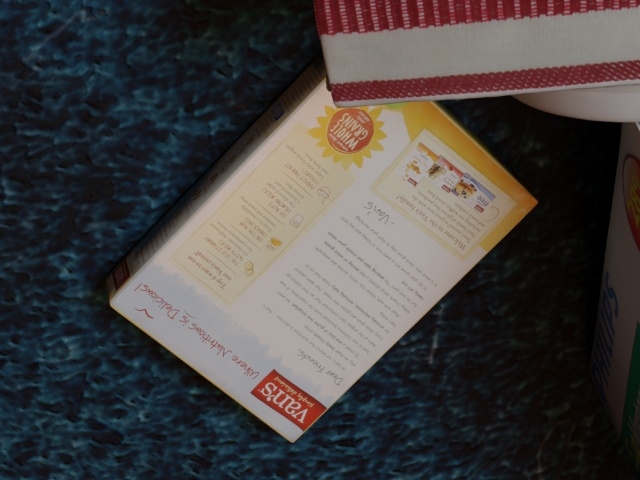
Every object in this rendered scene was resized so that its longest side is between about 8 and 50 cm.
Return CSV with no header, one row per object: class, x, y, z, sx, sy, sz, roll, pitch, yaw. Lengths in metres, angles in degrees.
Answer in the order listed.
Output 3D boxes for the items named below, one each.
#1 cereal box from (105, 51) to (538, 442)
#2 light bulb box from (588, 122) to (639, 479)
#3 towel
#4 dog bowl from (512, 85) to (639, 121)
cereal box,0.000,0.000,1.067,0.240,0.047,0.173,-44,116,10
light bulb box,0.380,0.043,0.993,0.361,0.225,0.358,-17,150,-4
towel,0.104,-0.236,0.794,0.237,0.037,0.329,-3,91,19
dog bowl,0.218,-0.168,0.915,0.265,0.265,0.104,-18,115,-4
